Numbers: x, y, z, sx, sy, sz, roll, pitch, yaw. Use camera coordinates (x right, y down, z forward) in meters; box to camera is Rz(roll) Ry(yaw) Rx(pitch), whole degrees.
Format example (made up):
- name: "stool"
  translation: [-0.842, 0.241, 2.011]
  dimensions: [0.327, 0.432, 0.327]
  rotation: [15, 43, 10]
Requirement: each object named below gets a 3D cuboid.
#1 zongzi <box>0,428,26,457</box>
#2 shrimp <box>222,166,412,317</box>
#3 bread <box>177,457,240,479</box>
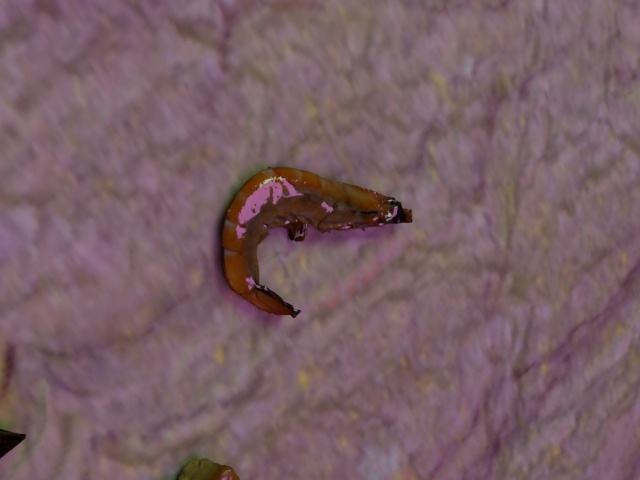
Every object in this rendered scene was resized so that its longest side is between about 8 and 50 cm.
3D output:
- name: "zongzi"
  translation: [-0.204, 0.104, 0.541]
  dimensions: [0.073, 0.067, 0.083]
  rotation: [53, 56, -17]
- name: "shrimp"
  translation: [0.000, 0.000, 0.637]
  dimensions: [0.127, 0.025, 0.091]
  rotation: [-2, 104, -25]
- name: "bread"
  translation: [-0.126, 0.225, 0.608]
  dimensions: [0.226, 0.049, 0.088]
  rotation: [-38, 118, -17]
